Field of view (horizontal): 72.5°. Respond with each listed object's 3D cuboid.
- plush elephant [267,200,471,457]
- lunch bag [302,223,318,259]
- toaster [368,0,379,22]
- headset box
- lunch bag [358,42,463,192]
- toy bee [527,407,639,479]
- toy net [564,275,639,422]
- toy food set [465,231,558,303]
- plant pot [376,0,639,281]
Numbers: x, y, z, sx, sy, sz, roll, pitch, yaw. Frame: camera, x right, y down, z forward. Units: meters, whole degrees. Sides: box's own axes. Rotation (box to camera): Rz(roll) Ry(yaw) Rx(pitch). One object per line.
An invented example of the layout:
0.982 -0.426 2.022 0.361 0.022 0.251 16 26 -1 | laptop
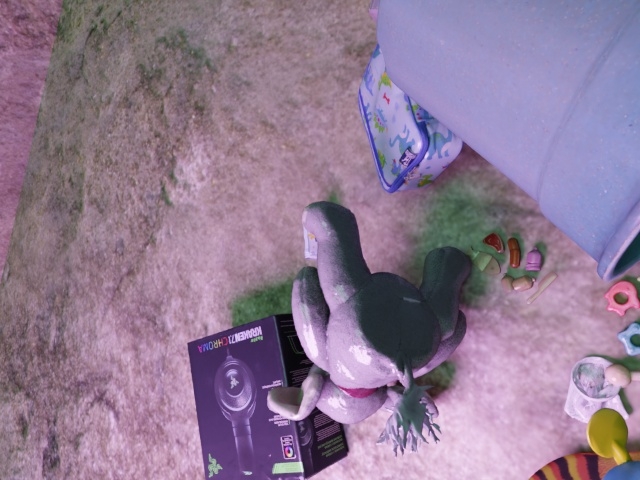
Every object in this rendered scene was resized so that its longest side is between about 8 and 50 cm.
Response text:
0.062 0.158 0.646 0.255 0.271 0.330 126 153 -50 | plush elephant
0.000 0.000 0.802 0.053 0.083 0.071 -12 76 34 | lunch bag
0.178 -0.371 0.671 0.185 0.168 0.110 23 98 35 | toaster
-0.106 0.301 0.811 0.246 0.131 0.283 -22 73 32 | headset box
0.132 -0.195 0.691 0.176 0.090 0.219 125 135 -69 | lunch bag
0.390 0.281 0.472 0.298 0.162 0.195 3 117 48 | toy bee
0.379 0.133 0.539 0.122 0.045 0.232 48 111 30 | toy net
0.281 0.032 0.640 0.078 0.019 0.122 -53 51 18 | toy food set
0.255 -0.195 0.429 0.334 0.341 0.341 47 111 33 | plant pot
